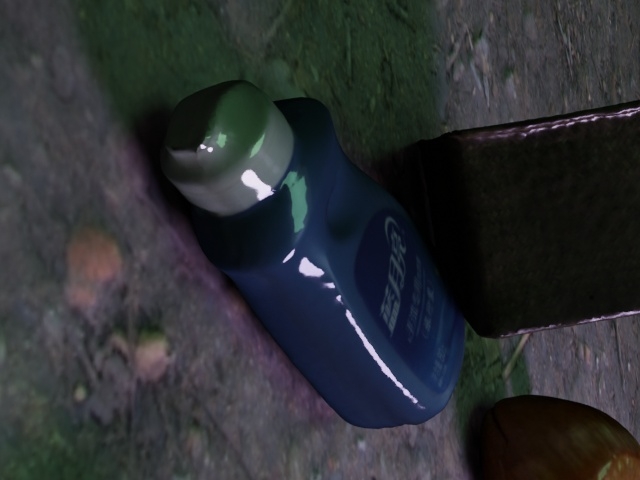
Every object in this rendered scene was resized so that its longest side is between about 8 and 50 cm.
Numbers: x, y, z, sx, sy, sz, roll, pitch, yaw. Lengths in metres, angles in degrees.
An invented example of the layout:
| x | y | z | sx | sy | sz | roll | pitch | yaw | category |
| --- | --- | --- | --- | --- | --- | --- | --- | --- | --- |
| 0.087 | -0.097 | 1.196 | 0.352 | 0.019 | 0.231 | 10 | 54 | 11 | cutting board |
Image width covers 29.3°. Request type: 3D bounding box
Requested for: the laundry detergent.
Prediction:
| x | y | z | sx | sy | sz | roll | pitch | yaw | category |
| --- | --- | --- | --- | --- | --- | --- | --- | --- | --- |
| 0.000 | 0.000 | 0.752 | 0.290 | 0.094 | 0.143 | 51 | 41 | -48 | laundry detergent |

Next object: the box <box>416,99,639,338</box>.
| x | y | z | sx | sy | sz | roll | pitch | yaw | category |
| --- | --- | --- | --- | --- | --- | --- | --- | --- | --- |
| 0.181 | -0.026 | 0.928 | 0.273 | 0.184 | 0.143 | -98 | 178 | -86 | box |

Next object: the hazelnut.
| x | y | z | sx | sy | sz | roll | pitch | yaw | category |
| --- | --- | --- | --- | --- | --- | --- | --- | --- | --- |
| 0.214 | 0.198 | 1.092 | 0.150 | 0.150 | 0.150 | 26 | 61 | -60 | hazelnut |
